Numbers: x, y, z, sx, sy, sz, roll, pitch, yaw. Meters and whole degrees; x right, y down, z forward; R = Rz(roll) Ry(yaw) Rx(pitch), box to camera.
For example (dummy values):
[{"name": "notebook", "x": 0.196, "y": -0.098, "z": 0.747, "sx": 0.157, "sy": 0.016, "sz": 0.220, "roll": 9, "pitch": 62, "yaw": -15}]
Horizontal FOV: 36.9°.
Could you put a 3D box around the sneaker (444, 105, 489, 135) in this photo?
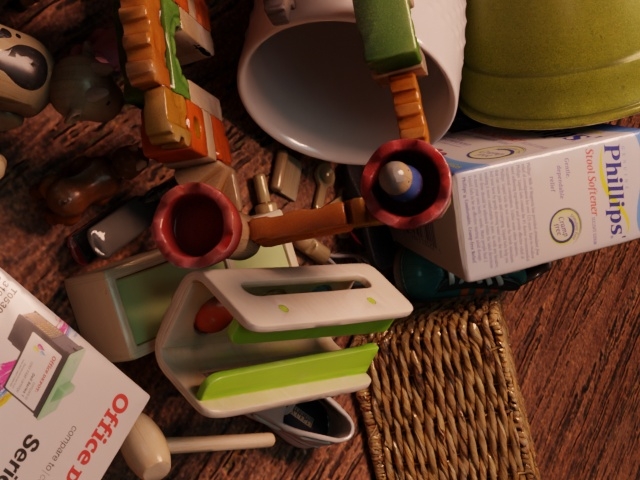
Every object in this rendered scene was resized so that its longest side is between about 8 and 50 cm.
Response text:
[{"name": "sneaker", "x": 0.271, "y": -0.125, "z": 1.552, "sx": 0.268, "sy": 0.101, "sz": 0.153, "roll": 43, "pitch": 57, "yaw": -27}]

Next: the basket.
[{"name": "basket", "x": 0.185, "y": 0.242, "z": 1.405, "sx": 0.213, "sy": 0.223, "sz": 0.299, "roll": -26, "pitch": 102, "yaw": -78}]

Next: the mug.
[{"name": "mug", "x": 0.079, "y": -0.286, "z": 1.294, "sx": 0.374, "sy": 0.276, "sz": 0.328, "roll": 45, "pitch": 44, "yaw": -43}]

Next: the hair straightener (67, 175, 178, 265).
[{"name": "hair straightener", "x": -0.180, "y": -0.042, "z": 1.106, "sx": 0.230, "sy": 0.089, "sz": 0.047, "roll": -34, "pitch": 104, "yaw": -43}]

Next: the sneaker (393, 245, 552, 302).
[{"name": "sneaker", "x": 0.241, "y": 0.032, "z": 1.480, "sx": 0.302, "sy": 0.121, "sz": 0.108, "roll": -5, "pitch": 85, "yaw": -45}]

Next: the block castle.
[{"name": "block castle", "x": -0.047, "y": -0.210, "z": 0.964, "sx": 0.213, "sy": 0.303, "sz": 0.453, "roll": 17, "pitch": 63, "yaw": -76}]

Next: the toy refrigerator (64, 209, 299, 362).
[{"name": "toy refrigerator", "x": -0.148, "y": 0.048, "z": 1.116, "sx": 0.269, "sy": 0.094, "sz": 0.102, "roll": -21, "pitch": 97, "yaw": -45}]

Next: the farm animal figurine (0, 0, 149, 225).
[{"name": "farm animal figurine", "x": -0.291, "y": -0.184, "z": 0.967, "sx": 0.327, "sy": 0.172, "sz": 0.330, "roll": -3, "pitch": 84, "yaw": -44}]

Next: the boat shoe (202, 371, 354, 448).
[{"name": "boat shoe", "x": -0.058, "y": 0.183, "z": 1.183, "sx": 0.258, "sy": 0.084, "sz": 0.095, "roll": 33, "pitch": 61, "yaw": -36}]

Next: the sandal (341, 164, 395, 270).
[{"name": "sandal", "x": 0.060, "y": -0.031, "z": 1.356, "sx": 0.067, "sy": 0.040, "sz": 0.179, "roll": 23, "pitch": 43, "yaw": -50}]

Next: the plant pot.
[{"name": "plant pot", "x": 0.334, "y": -0.390, "z": 1.315, "sx": 0.366, "sy": 0.366, "sz": 0.353, "roll": -42, "pitch": 126, "yaw": -41}]

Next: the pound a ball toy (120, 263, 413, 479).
[{"name": "pound a ball toy", "x": -0.074, "y": 0.126, "z": 1.066, "sx": 0.319, "sy": 0.136, "sz": 0.208, "roll": -1, "pitch": 126, "yaw": -48}]

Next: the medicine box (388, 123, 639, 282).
[{"name": "medicine box", "x": 0.265, "y": -0.071, "z": 1.339, "sx": 0.289, "sy": 0.263, "sz": 0.149, "roll": -14, "pitch": 106, "yaw": -15}]

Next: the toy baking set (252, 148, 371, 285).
[{"name": "toy baking set", "x": -0.005, "y": -0.001, "z": 1.310, "sx": 0.197, "sy": 0.030, "sz": 0.256, "roll": -7, "pitch": 87, "yaw": -45}]

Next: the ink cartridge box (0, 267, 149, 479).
[{"name": "ink cartridge box", "x": -0.319, "y": 0.141, "z": 0.849, "sx": 0.278, "sy": 0.117, "sz": 0.201, "roll": 47, "pitch": 53, "yaw": -27}]
